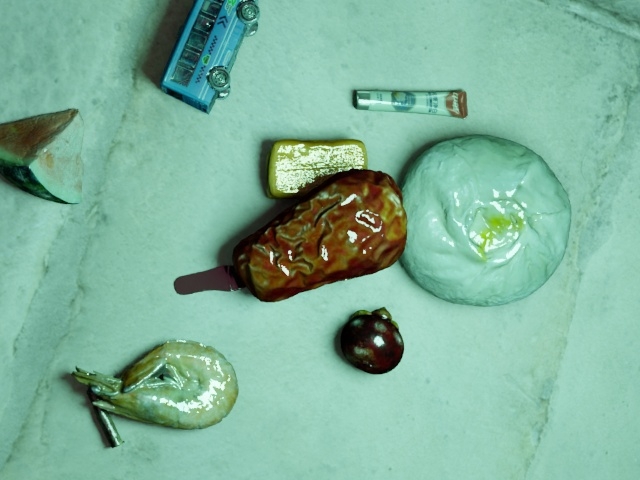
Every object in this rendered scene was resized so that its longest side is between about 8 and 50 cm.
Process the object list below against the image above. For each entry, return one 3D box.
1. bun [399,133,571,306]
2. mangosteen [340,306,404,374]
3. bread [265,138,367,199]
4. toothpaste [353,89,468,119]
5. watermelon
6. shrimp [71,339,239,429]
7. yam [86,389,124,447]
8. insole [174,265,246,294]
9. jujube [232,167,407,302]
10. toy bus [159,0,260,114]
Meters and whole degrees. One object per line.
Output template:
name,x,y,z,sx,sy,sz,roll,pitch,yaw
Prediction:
bun,0.322,-0.035,1.875,0.361,0.211,0.362,0,91,-11
mangosteen,0.105,0.190,1.879,0.140,0.140,0.140,0,89,-12
bread,-0.008,-0.138,1.877,0.200,0.077,0.116,-1,88,-13
toothpaste,0.184,-0.279,1.941,0.239,0.039,0.062,1,82,-14
watermelon,-0.532,-0.159,1.790,0.207,0.136,0.202,33,41,17
shrimp,-0.306,0.262,1.813,0.317,0.077,0.168,15,80,-18
yam,-0.410,0.329,1.813,0.027,0.033,0.129,-24,89,12
insole,-0.208,0.079,1.869,0.152,0.002,0.053,-11,91,-12
jujube,0.000,0.000,1.795,0.342,0.216,0.216,-23,94,12
toy bus,-0.207,-0.374,1.824,0.134,0.113,0.246,22,86,-4
